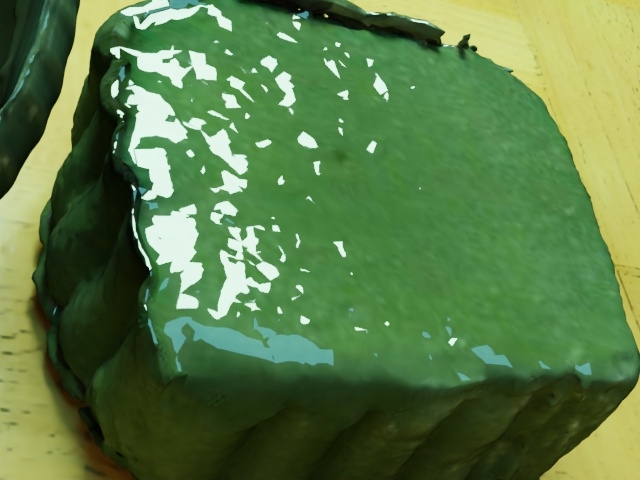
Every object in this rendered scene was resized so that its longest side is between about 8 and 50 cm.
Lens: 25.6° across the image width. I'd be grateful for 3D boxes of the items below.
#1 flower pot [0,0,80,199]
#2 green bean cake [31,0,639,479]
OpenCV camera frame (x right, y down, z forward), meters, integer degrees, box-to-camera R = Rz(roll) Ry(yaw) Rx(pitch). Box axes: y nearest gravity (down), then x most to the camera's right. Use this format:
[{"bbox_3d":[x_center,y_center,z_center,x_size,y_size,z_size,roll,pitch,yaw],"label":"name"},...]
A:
[{"bbox_3d":[-0.186,-0.098,0.518,0.189,0.157,0.243,24,61,-41],"label":"flower pot"},{"bbox_3d":[0.000,0.000,0.604,0.227,0.125,0.222,9,50,-24],"label":"green bean cake"}]
